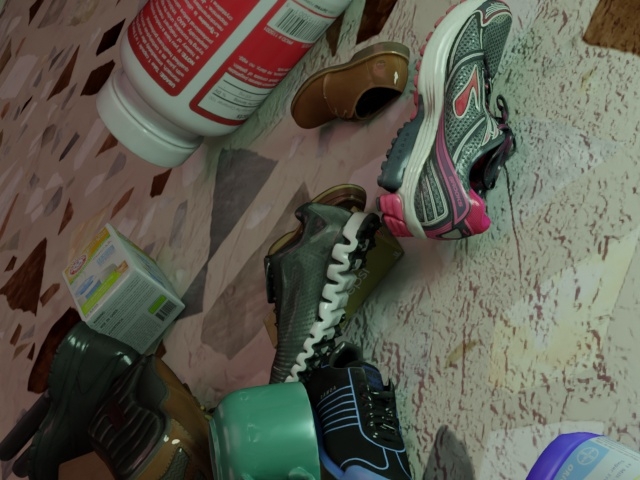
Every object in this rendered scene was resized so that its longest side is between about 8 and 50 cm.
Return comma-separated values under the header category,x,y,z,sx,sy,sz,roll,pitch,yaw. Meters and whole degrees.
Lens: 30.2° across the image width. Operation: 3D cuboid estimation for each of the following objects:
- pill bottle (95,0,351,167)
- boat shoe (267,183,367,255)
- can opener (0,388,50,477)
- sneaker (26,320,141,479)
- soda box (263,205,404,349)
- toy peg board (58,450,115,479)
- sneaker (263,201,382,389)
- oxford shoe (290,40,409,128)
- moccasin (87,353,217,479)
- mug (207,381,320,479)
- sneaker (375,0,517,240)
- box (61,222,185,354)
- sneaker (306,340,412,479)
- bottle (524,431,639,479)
category,x,y,z,sx,sy,sz,roll,pitch,yaw
pill bottle,-0.151,-0.306,1.773,0.407,0.229,0.229,-45,32,24
boat shoe,-0.001,0.000,1.441,0.178,0.064,0.060,-45,37,37
can opener,-0.392,0.252,1.839,0.283,0.076,0.095,-46,0,24
sneaker,-0.328,0.259,1.668,0.109,0.130,0.286,-64,-8,-66
soda box,0.013,0.054,1.370,0.181,0.058,0.061,-51,30,15
toy peg board,-0.270,0.359,1.542,0.161,0.079,0.161,-27,59,46
sneaker,-0.022,0.062,1.302,0.106,0.078,0.234,24,98,18
oxford shoe,0.031,-0.183,1.545,0.212,0.076,0.076,-25,57,48
moccasin,-0.176,0.230,1.393,0.139,0.147,0.380,-53,19,-9
mug,-0.058,0.208,1.177,0.158,0.097,0.129,122,141,-75
sneaker,0.159,-0.128,1.271,0.112,0.121,0.299,6,66,28
box,-0.299,0.073,1.777,0.114,0.103,0.203,-47,30,1
sneaker,0.042,0.179,1.188,0.090,0.081,0.232,-63,27,10
bottle,0.250,0.223,0.810,0.118,0.092,0.283,-61,29,-4
